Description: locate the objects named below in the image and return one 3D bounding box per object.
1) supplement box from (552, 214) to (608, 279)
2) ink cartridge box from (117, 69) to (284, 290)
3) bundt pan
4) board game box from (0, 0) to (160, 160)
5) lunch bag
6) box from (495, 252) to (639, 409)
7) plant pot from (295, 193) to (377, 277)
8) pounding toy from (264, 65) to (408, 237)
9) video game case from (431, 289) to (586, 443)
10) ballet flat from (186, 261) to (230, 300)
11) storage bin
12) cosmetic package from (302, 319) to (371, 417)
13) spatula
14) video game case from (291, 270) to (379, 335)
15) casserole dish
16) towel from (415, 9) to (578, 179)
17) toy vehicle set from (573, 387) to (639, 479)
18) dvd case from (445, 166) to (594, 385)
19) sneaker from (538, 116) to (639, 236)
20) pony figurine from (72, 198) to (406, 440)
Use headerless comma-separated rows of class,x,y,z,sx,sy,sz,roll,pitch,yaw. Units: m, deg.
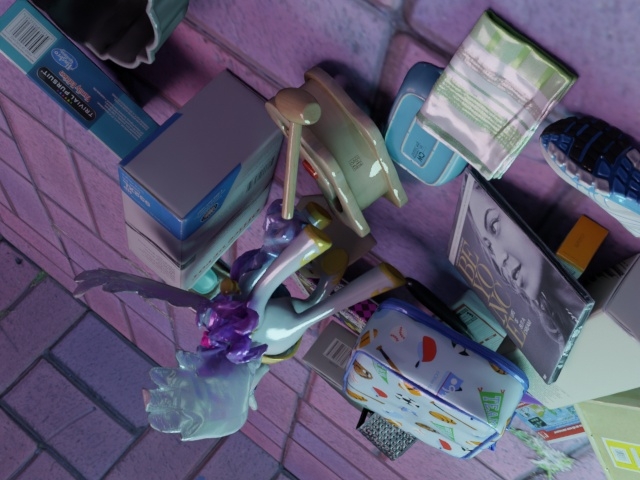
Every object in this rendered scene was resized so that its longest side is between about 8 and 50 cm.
supplement box,0.280,0.024,0.921,0.036,0.062,0.098,34,156,12
ink cartridge box,-0.183,-0.078,1.252,0.129,0.223,0.307,39,156,7
bundt pan,-0.284,-0.383,1.004,0.330,0.124,0.331,33,155,17
board game box,-0.383,-0.253,1.270,0.254,0.079,0.336,44,178,-22
lunch bag,0.157,0.205,1.141,0.243,0.115,0.303,27,161,9
box,0.324,0.118,0.978,0.113,0.094,0.275,41,156,1
plant pot,0.000,0.000,1.267,0.109,0.096,0.109,51,156,-21
pounding toy,-0.014,-0.103,1.006,0.154,0.155,0.269,46,171,41
video game case,0.295,0.201,1.254,0.285,0.025,0.204,41,156,3
ballet flat,-0.238,0.109,1.828,0.348,0.123,0.123,47,156,-15
storage bin,0.154,0.266,1.367,0.084,0.180,0.122,42,-161,0
cosmetic package,0.080,0.258,1.529,0.127,0.107,0.238,29,164,38
spatula,0.222,0.156,1.216,0.296,0.030,0.084,48,158,-15
video game case,0.047,0.113,1.394,0.232,0.042,0.210,36,170,21
casserole dish,0.125,-0.124,0.937,0.114,0.037,0.188,38,157,8
towel,0.168,-0.139,0.811,0.113,0.023,0.152,38,140,6
toy vehicle set,0.458,0.290,1.109,0.166,0.035,0.267,3,137,41
dvd case,0.222,0.041,0.954,0.221,0.018,0.165,57,158,34
sneaker,0.290,-0.045,0.784,0.190,0.071,0.083,36,162,14
pony figurine,-0.108,0.111,1.111,0.351,0.363,0.303,26,-157,-50
